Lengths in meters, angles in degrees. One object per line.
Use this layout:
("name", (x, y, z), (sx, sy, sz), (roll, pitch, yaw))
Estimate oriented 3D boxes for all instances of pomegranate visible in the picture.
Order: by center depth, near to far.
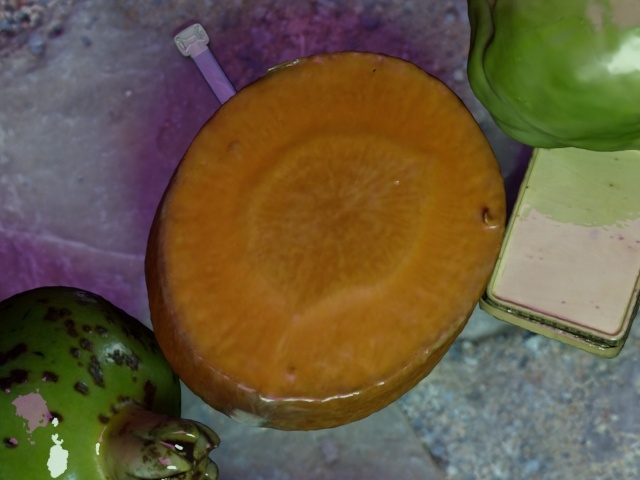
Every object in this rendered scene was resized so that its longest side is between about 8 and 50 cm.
("pomegranate", (-0.174, 0.138, 1.418), (0.248, 0.202, 0.202), (9, 76, 37))

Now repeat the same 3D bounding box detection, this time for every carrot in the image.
("carrot", (0.000, 0.000, 1.434), (0.258, 0.100, 0.307), (18, 56, 9))

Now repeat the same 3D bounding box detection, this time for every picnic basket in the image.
("picnic basket", (0.198, 0.000, 1.468), (0.115, 0.079, 0.164), (20, 80, 11))

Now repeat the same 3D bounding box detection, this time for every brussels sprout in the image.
("brussels sprout", (0.250, -0.172, 1.386), (0.274, 0.316, 0.242), (-17, 97, 26))

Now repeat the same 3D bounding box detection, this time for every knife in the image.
("knife", (-0.086, -0.133, 1.577), (0.027, 0.010, 0.096), (-32, 76, -1))
